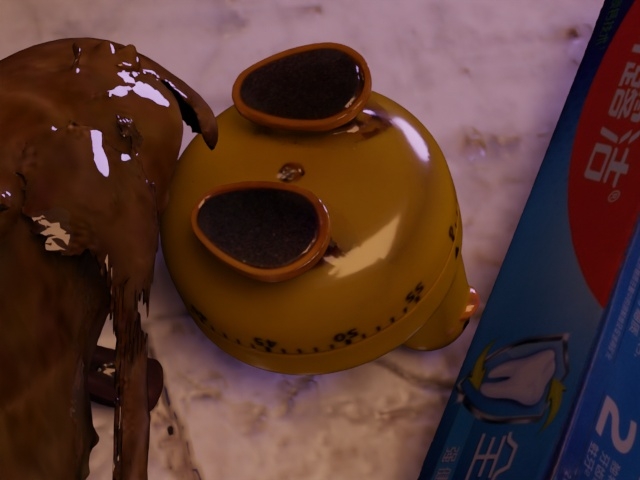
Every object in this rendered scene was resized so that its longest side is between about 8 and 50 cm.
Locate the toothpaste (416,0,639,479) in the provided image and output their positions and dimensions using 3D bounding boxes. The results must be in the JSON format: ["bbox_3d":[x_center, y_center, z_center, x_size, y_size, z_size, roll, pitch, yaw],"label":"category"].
[{"bbox_3d":[0.104,0.036,0.665,0.076,0.066,0.320,42,57,-30],"label":"toothpaste"}]

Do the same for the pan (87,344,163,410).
[{"bbox_3d":[-0.152,0.021,0.613,0.212,0.040,0.115,19,68,-25],"label":"pan"}]

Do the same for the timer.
[{"bbox_3d":[0.000,0.000,0.656,0.107,0.109,0.107,-6,57,9],"label":"timer"}]

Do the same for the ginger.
[{"bbox_3d":[-0.087,0.087,0.554,0.133,0.107,0.309,-1,81,-20],"label":"ginger"}]
